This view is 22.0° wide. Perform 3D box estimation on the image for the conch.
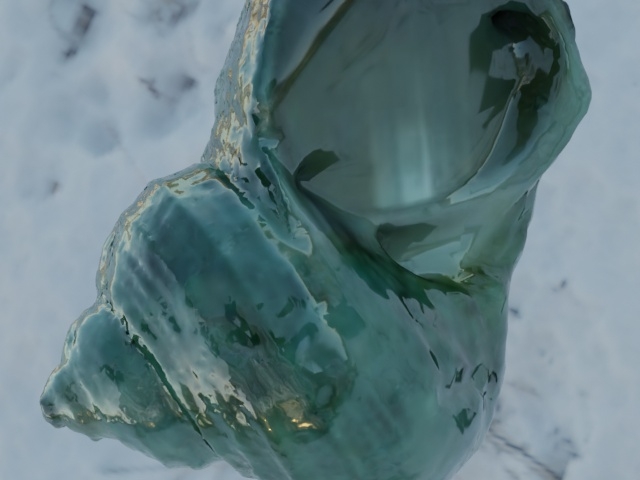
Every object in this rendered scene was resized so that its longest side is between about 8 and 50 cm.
[{"bbox_3d":[-0.003,0.002,0.575,0.202,0.196,0.134,-44,24,-30],"label":"conch"}]
